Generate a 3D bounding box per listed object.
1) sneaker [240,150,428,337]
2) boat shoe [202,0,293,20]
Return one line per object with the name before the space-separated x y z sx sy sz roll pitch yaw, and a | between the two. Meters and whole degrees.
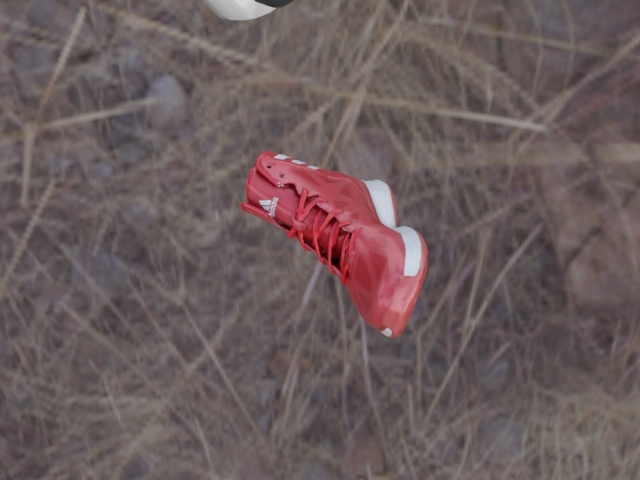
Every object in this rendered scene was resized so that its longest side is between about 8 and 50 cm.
sneaker | 0.000 0.000 1.244 0.128 0.087 0.221 17 15 -15
boat shoe | -0.058 -0.179 0.467 0.127 0.158 0.340 -37 24 -3
